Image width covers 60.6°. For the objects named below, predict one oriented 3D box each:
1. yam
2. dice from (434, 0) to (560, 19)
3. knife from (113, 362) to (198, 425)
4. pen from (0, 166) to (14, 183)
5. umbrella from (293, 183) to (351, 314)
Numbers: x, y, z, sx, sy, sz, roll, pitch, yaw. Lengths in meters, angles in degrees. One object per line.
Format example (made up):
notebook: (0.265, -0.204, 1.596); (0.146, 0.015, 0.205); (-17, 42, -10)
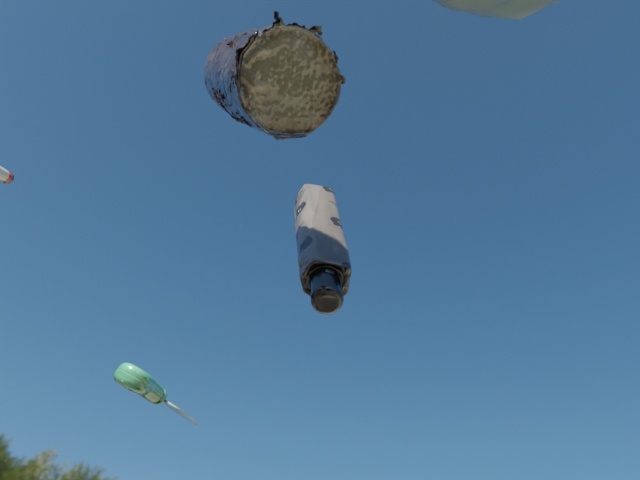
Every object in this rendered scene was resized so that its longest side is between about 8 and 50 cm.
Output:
yam: (-0.070, -0.203, 0.680); (0.131, 0.280, 0.131); (-6, -71, -17)
dice: (0.099, -0.273, 0.258); (0.227, 0.238, 0.233); (-13, -17, -48)
knife: (-0.251, 0.268, 0.906); (0.063, 0.034, 0.260); (12, -30, 28)
pen: (-0.617, -0.146, 0.970); (0.026, 0.026, 0.218); (5, -12, 3)
umbrella: (0.000, 0.000, 0.810); (0.073, 0.337, 0.067); (-1, -63, -4)
